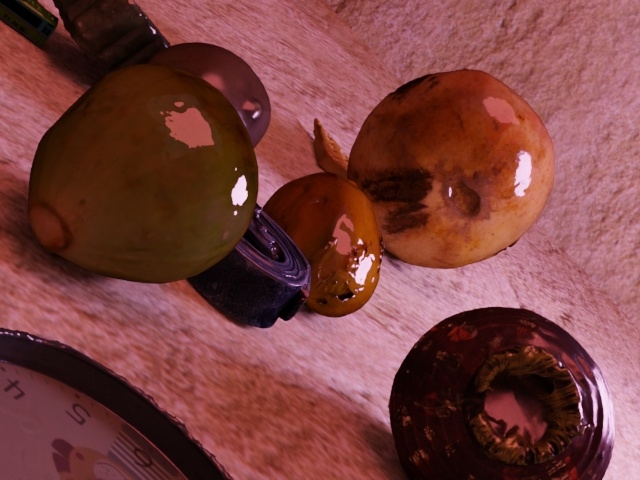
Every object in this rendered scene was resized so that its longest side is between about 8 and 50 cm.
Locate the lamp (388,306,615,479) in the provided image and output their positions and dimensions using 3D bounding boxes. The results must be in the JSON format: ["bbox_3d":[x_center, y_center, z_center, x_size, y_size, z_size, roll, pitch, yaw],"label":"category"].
[{"bbox_3d":[0.190,0.185,1.442,0.247,0.247,0.247,39,15,-12],"label":"lamp"}]

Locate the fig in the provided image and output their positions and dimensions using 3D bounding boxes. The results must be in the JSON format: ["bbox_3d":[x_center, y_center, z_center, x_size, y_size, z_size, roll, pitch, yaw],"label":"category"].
[{"bbox_3d":[-0.166,-0.063,1.287,0.207,0.207,0.230,47,15,21],"label":"fig"}]

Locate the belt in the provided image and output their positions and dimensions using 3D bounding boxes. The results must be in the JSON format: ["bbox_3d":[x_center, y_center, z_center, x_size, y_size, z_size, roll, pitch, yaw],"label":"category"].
[{"bbox_3d":[-0.090,0.011,1.505,0.141,0.082,0.190,15,29,-50],"label":"belt"}]

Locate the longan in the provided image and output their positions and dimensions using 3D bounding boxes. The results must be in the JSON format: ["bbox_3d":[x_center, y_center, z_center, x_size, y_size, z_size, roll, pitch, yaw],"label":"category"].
[{"bbox_3d":[-0.148,-0.158,1.677,0.189,0.189,0.189,39,15,-12],"label":"longan"}]

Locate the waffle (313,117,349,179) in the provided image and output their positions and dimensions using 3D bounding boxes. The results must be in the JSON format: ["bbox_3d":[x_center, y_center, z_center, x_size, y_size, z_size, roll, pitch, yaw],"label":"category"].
[{"bbox_3d":[0.039,-0.140,2.374,0.125,0.032,0.191,36,17,-16],"label":"waffle"}]

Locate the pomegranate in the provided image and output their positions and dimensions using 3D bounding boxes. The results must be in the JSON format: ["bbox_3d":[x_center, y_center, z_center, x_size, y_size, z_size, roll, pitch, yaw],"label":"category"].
[{"bbox_3d":[0.198,-0.107,2.130,0.322,0.322,0.322,39,15,-12],"label":"pomegranate"}]

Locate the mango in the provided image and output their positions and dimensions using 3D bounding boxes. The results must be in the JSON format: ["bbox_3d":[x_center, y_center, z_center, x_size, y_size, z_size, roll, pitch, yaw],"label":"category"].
[{"bbox_3d":[0.000,0.000,1.693,0.156,0.151,0.249,8,27,-4],"label":"mango"}]

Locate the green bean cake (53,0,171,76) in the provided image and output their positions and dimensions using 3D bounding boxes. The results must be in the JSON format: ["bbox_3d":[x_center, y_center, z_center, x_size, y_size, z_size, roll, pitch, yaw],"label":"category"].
[{"bbox_3d":[-0.259,-0.267,1.786,0.183,0.094,0.185,50,3,-44],"label":"green bean cake"}]

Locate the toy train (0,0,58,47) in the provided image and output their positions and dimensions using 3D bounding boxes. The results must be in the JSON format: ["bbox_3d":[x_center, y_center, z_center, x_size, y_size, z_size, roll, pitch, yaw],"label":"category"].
[{"bbox_3d":[-0.416,-0.319,1.699,0.209,0.042,0.044,36,15,-23],"label":"toy train"}]

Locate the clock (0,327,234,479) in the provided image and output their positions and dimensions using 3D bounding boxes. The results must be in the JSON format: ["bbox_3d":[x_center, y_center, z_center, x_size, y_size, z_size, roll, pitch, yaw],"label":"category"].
[{"bbox_3d":[-0.150,0.180,0.903,0.312,0.061,0.312,39,14,-12],"label":"clock"}]
